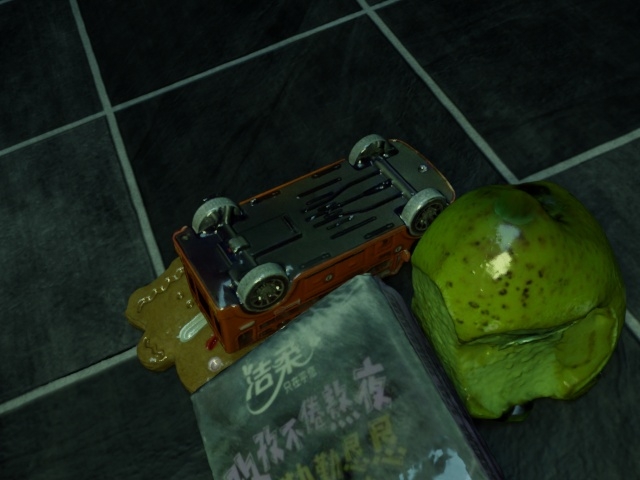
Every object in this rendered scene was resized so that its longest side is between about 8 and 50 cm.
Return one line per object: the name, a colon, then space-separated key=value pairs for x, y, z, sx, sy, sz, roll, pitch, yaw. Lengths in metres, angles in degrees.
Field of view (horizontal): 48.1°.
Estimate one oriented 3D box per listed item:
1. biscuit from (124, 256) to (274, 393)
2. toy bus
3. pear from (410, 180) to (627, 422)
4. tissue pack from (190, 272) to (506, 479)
biscuit: x=-0.141 y=0.111 z=0.914 sx=0.184 sy=0.035 sz=0.249 roll=-38 pitch=55 yaw=-18
toy bus: x=0.000 y=0.000 z=0.880 sx=0.329 sy=0.153 sz=0.143 roll=-26 pitch=54 yaw=-20
pear: x=0.226 y=0.047 z=0.750 sx=0.238 sy=0.255 sz=0.164 roll=-18 pitch=49 yaw=-9
tissue pack: x=0.035 y=0.236 z=0.687 sx=0.259 sy=0.122 sz=0.361 roll=-35 pitch=50 yaw=9
